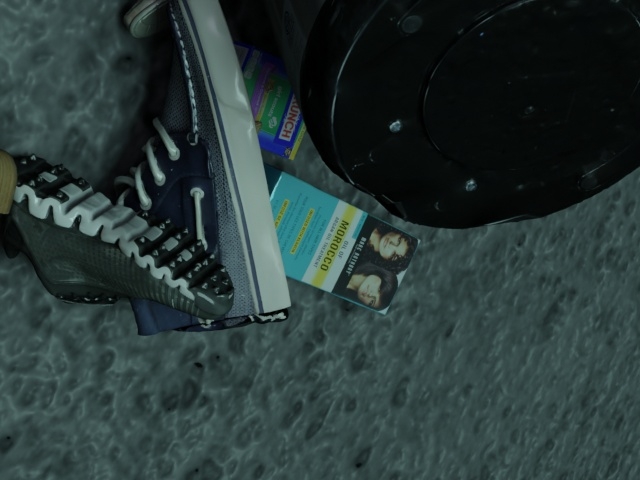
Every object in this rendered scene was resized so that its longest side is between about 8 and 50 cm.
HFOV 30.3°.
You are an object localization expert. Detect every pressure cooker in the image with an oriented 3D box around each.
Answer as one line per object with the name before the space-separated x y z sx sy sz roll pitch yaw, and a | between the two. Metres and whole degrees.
pressure cooker | 0.117 -0.271 1.036 0.376 0.420 0.370 20 127 -36

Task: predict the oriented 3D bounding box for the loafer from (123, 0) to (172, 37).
loafer | -0.133 -0.231 1.085 0.125 0.039 0.045 -37 163 -22

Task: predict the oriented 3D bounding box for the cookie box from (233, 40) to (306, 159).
cookie box | -0.058 -0.140 1.188 0.107 0.040 0.091 18 95 -47

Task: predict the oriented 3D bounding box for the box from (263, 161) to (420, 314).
box | 0.000 0.000 1.291 0.244 0.060 0.100 24 92 -46

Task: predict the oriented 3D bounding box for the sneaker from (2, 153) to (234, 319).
sneaker | -0.185 0.021 1.039 0.106 0.234 0.078 -66 170 26

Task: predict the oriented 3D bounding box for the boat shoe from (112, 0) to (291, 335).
boat shoe | -0.133 -0.062 1.084 0.158 0.127 0.340 -13 111 -4

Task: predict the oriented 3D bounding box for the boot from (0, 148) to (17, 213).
boot | -0.344 0.043 0.919 0.211 0.104 0.295 9 93 -68
